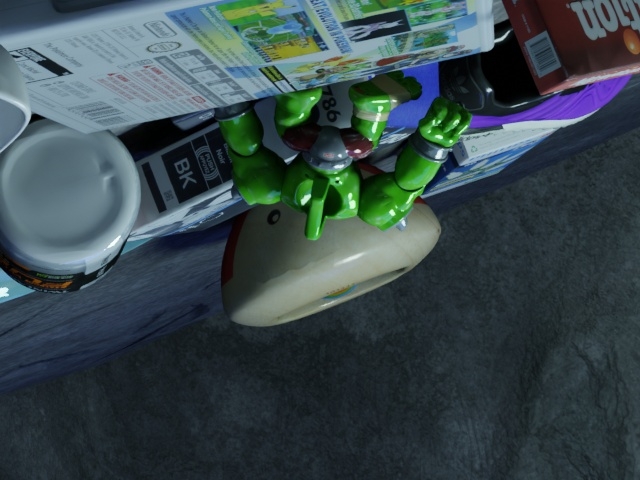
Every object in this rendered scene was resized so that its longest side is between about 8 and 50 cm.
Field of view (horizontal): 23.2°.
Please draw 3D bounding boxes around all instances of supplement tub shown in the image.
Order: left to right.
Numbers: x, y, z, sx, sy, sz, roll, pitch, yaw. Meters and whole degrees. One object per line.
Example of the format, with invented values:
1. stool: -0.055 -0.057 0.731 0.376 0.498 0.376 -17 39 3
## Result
1. supplement tub: -0.204 -0.022 1.212 0.117 0.117 0.190 -21 174 -14

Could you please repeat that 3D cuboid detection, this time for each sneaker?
1. sneaker: 0.230 -0.172 1.546 0.293 0.102 0.146 -19 174 -31

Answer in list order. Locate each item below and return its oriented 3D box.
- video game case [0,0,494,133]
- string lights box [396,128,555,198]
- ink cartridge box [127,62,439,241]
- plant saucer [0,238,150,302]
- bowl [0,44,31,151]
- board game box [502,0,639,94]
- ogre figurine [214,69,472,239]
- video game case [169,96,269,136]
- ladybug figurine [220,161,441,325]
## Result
1. video game case: -0.046 -0.127 0.933 0.300 0.036 0.329 -11 176 6
2. string lights box: 0.198 -0.130 2.004 0.133 0.076 0.260 -19 174 -13
3. ink cartridge box: -0.021 -0.088 1.336 0.333 0.065 0.165 -25 173 26
4. plant saucer: -0.304 0.015 1.613 0.318 0.043 0.317 -21 175 -2
5. bowl: -0.224 -0.073 0.755 0.142 0.053 0.142 15 151 -38
6. board game box: 0.208 -0.186 1.051 0.281 0.145 0.027 -17 174 -46
7. ogre figurine: 0.003 -0.070 1.180 0.197 0.118 0.097 1 -148 -14
8. video game case: -0.022 -0.130 1.372 0.196 0.026 0.274 -22 174 3
9. ladybug figurine: 0.000 0.000 2.062 0.305 0.162 0.449 -22 175 -4
